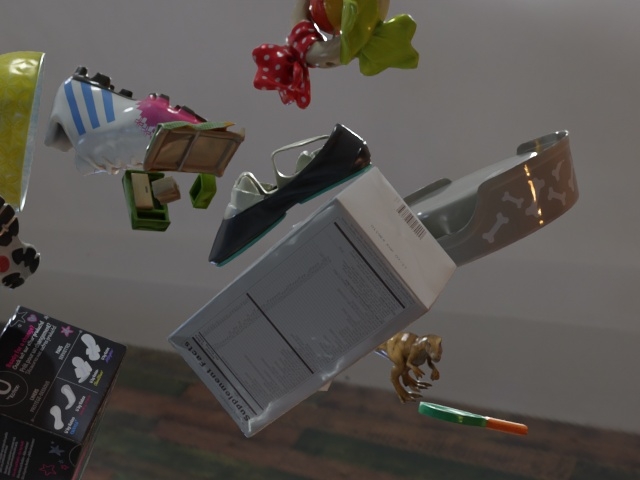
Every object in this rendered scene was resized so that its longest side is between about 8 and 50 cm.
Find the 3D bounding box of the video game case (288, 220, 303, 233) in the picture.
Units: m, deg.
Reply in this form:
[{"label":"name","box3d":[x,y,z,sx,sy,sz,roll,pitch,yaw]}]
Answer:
[{"label":"video game case","box3d":[0.000,0.000,1.765,0.023,0.193,0.212,52,-32,17]}]

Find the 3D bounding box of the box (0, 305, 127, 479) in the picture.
[{"label":"box","box3d":[-0.341,0.229,1.126,0.142,0.163,0.247,22,-53,-6]}]

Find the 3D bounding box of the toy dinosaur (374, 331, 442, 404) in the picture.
[{"label":"toy dinosaur","box3d":[0.099,0.142,1.221,0.211,0.064,0.112,-1,-75,55]}]

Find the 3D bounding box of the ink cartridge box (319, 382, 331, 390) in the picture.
[{"label":"ink cartridge box","box3d":[-0.019,0.200,1.724,0.090,0.092,0.143,7,-48,-18]}]

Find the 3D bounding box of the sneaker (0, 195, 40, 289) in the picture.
[{"label":"sneaker","box3d":[-0.359,-0.005,1.017,0.071,0.068,0.170,30,-25,17]}]

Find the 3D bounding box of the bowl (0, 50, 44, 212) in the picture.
[{"label":"bowl","box3d":[-0.582,-0.202,1.686,0.156,0.289,0.289,9,-35,-15]}]

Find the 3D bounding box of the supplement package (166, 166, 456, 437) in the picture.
[{"label":"supplement package","box3d":[-0.009,0.062,0.967,0.244,0.134,0.139,-38,-89,26]}]

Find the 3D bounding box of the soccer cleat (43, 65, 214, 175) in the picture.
[{"label":"soccer cleat","box3d":[-0.266,-0.140,1.357,0.331,0.143,0.116,23,-3,38]}]

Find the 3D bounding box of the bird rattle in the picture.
[{"label":"bird rattle","box3d":[0.021,-0.293,1.337,0.143,0.206,0.254,25,-23,-36]}]

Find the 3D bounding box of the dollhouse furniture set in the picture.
[{"label":"dollhouse furniture set","box3d":[-0.125,-0.072,0.830,0.151,0.076,0.058,-52,-136,47]}]

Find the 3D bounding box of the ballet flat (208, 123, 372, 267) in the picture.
[{"label":"ballet flat","box3d":[-0.044,-0.054,0.996,0.074,0.203,0.074,56,1,-1]}]

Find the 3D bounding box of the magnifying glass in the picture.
[{"label":"magnifying glass","box3d":[0.299,0.349,1.878,0.231,0.026,0.092,17,-4,-17]}]

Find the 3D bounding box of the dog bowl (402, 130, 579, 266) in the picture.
[{"label":"dog bowl","box3d":[0.234,-0.049,1.473,0.349,0.349,0.102,-20,-81,48]}]
